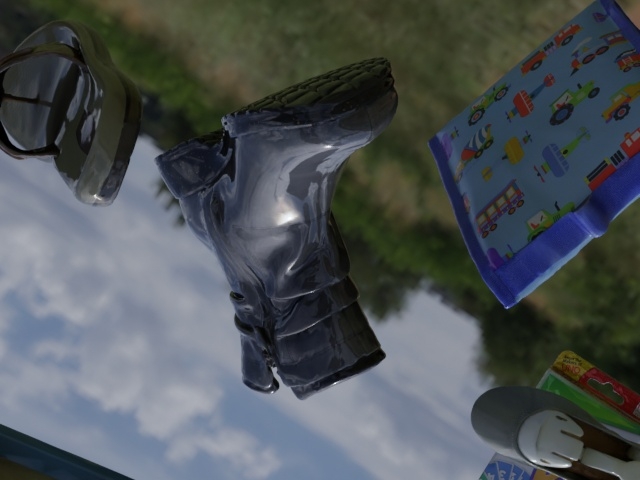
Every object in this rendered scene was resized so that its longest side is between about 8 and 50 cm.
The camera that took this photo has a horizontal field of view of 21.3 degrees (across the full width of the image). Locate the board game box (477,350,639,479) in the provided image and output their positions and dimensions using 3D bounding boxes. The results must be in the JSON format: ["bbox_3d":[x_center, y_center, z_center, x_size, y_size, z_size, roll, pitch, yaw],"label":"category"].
[{"bbox_3d":[0.237,0.252,1.772,0.124,0.259,0.039,33,-172,12],"label":"board game box"}]

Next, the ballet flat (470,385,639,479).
[{"bbox_3d":[0.239,0.190,1.554,0.213,0.072,0.068,25,179,-17],"label":"ballet flat"}]

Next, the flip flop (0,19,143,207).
[{"bbox_3d":[-0.196,-0.094,1.208,0.080,0.112,0.277,8,-165,-23],"label":"flip flop"}]

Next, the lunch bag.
[{"bbox_3d":[0.219,-0.070,1.465,0.138,0.221,0.293,47,-165,-12],"label":"lunch bag"}]

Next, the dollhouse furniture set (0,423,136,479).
[{"bbox_3d":[-0.270,0.261,1.061,0.303,0.198,0.286,22,-155,-5],"label":"dollhouse furniture set"}]

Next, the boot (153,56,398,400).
[{"bbox_3d":[0.000,0.000,1.272,0.223,0.118,0.338,68,159,-1],"label":"boot"}]
